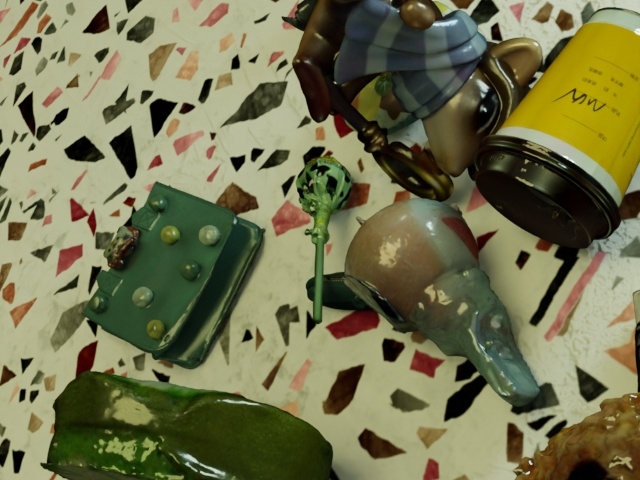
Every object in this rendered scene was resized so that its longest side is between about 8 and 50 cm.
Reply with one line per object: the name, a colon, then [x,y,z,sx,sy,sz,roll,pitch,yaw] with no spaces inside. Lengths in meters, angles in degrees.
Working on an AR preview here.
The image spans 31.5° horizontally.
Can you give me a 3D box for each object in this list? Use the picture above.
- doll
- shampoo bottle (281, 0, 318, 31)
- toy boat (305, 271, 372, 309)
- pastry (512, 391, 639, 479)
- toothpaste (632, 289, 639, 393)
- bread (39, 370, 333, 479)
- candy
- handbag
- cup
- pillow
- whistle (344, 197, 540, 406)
doll: [0.114,-0.210,1.484,0.318,0.340,0.209,-31,37,59]
shampoo bottle: [0.065,-0.429,1.829,0.284,0.101,0.101,-33,49,21]
toy boat: [0.032,0.070,1.605,0.141,0.055,0.060,-3,40,40]
pastry: [0.312,0.334,1.054,0.337,0.292,0.405,-26,61,52]
toothpaste: [0.386,0.150,1.276,0.071,0.045,0.193,-15,63,34]
bread: [-0.171,0.270,1.442,0.382,0.366,0.129,-23,51,56]
candy: [0.000,0.000,1.625,0.091,0.083,0.305,107,169,-49]
handbag: [-0.250,0.050,1.820,0.274,0.100,0.268,22,82,44]
cup: [0.323,-0.140,1.400,0.196,0.196,0.279,20,72,44]
pillow: [0.118,-0.261,1.713,0.233,0.086,0.214,-60,34,0]
whistle: [0.162,0.066,1.433,0.189,0.189,0.348,-48,58,7]
